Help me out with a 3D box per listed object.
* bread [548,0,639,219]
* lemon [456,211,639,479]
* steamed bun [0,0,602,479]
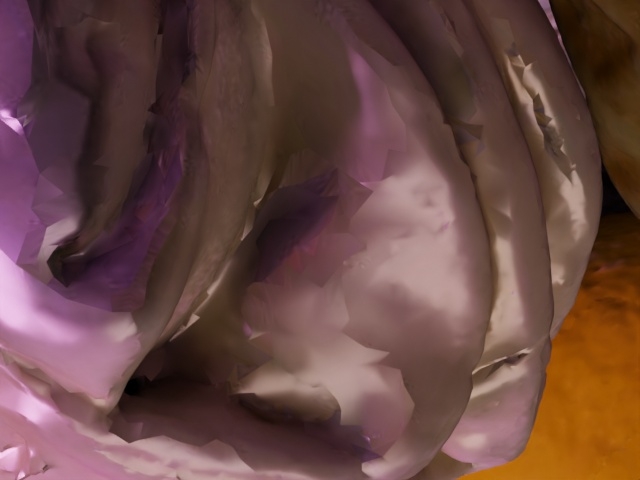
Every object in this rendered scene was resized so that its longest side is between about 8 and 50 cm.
[{"bbox_3d":[0.146,-0.106,0.555,0.152,0.130,0.267,-26,128,-2],"label":"bread"},{"bbox_3d":[0.185,0.143,0.854,0.348,0.348,0.348,-6,150,-3],"label":"lemon"},{"bbox_3d":[-0.052,-0.034,0.525,0.280,0.268,0.207,-5,179,6],"label":"steamed bun"}]
